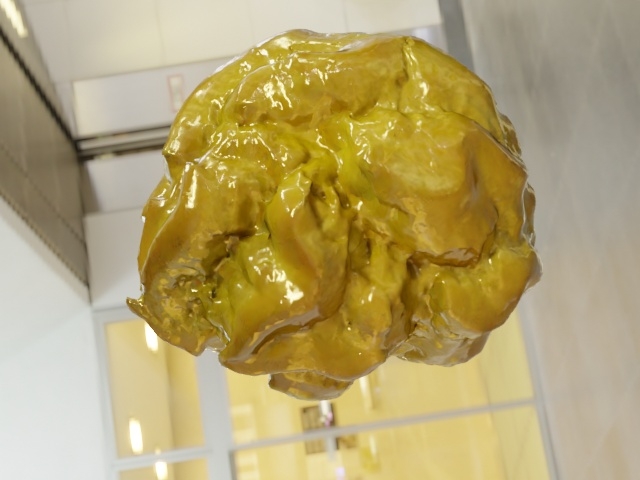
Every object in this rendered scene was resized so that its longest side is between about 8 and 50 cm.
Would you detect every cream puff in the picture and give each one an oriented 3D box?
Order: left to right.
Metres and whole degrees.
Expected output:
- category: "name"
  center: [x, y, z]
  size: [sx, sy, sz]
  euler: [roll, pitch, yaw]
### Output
- category: "cream puff"
  center: [0.001, 0.000, 0.909]
  size: [0.257, 0.324, 0.291]
  euler: [-47, -13, -37]
